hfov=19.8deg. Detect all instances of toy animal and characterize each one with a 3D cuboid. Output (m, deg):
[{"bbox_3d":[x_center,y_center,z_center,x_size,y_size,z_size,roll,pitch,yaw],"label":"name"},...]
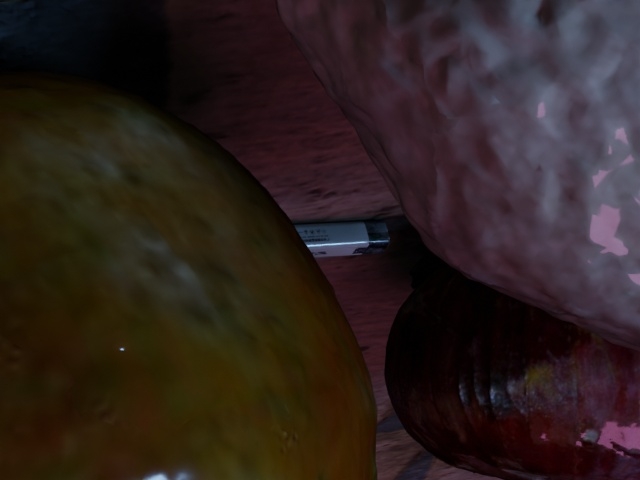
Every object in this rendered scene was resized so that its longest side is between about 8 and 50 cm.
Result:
[{"bbox_3d":[0.153,-0.065,0.740,0.358,0.188,0.226,23,118,-12],"label":"toy animal"}]

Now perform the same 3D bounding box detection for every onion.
[{"bbox_3d":[0.160,0.069,1.119,0.246,0.190,0.246,10,167,2],"label":"onion"}]

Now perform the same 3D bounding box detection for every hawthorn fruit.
[{"bbox_3d":[-0.141,0.105,0.802,0.402,0.403,0.403,-11,159,-4],"label":"hawthorn fruit"}]

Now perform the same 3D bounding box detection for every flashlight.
[{"bbox_3d":[0.000,0.000,1.079,0.083,0.018,0.018,-3,155,-24],"label":"flashlight"}]
